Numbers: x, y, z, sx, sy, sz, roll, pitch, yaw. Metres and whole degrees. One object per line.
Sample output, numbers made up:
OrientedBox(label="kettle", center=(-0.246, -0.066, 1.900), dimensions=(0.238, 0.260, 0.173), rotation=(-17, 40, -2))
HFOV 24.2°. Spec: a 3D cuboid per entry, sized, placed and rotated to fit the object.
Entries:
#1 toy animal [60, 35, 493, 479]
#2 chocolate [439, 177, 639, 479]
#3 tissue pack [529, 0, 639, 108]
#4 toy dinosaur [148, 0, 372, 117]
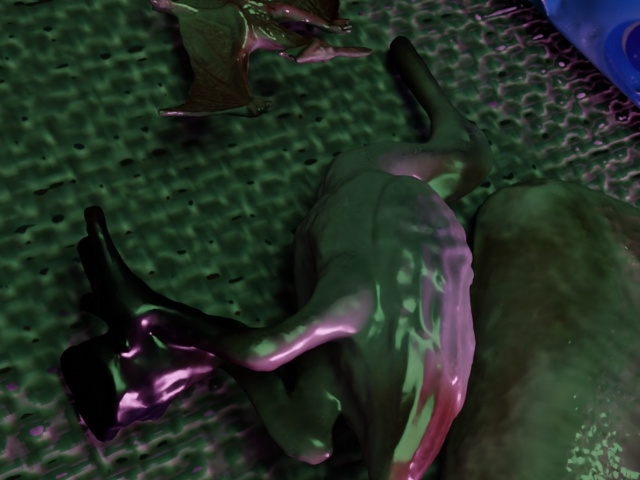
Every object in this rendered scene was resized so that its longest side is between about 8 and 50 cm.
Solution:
OrientedBox(label="toy animal", center=(0.024, 0.008, 0.742), dimensions=(0.195, 0.090, 0.324), rotation=(43, 48, 11))
OrientedBox(label="chocolate", center=(0.160, 0.100, 0.767), dimensions=(0.185, 0.100, 0.303), rotation=(20, 51, -14))
OrientedBox(label="tissue pack", center=(0.197, -0.225, 0.943), dimensions=(0.263, 0.146, 0.198), rotation=(42, 49, 0))
OrientedBox(label="toy dinosaur", center=(-0.035, -0.114, 0.804), dimensions=(0.108, 0.032, 0.220), rotation=(27, 39, 11))
